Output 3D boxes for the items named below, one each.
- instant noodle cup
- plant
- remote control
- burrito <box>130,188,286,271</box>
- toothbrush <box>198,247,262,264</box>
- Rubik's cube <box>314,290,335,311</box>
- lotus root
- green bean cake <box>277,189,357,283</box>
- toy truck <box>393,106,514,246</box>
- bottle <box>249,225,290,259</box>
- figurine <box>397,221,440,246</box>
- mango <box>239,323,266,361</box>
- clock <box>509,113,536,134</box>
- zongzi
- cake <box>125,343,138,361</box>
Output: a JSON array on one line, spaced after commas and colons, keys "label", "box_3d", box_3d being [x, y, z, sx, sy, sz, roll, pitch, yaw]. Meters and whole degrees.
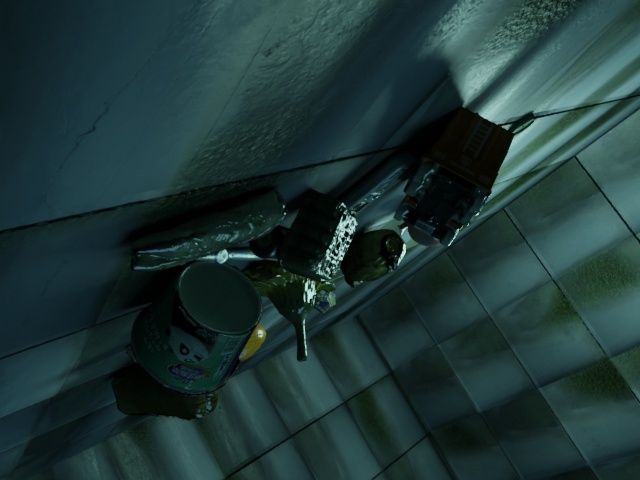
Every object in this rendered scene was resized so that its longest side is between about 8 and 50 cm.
[{"label": "instant noodle cup", "box_3d": [-0.249, 0.171, 1.199, 0.251, 0.251, 0.190, -15, 151, -49]}, {"label": "plant", "box_3d": [-0.073, 0.131, 1.505, 0.306, 0.297, 0.261, -1, 126, -20]}, {"label": "remote control", "box_3d": [0.119, -0.123, 1.315, 0.244, 0.047, 0.087, -38, 168, 27]}, {"label": "burrito", "box_3d": [-0.190, -0.014, 0.990, 0.309, 0.066, 0.096, -23, 159, -34]}, {"label": "toothbrush", "box_3d": [-0.205, 0.032, 1.181, 0.040, 0.040, 0.386, -36, 166, 20]}, {"label": "Rubik's cube", "box_3d": [0.009, 0.240, 2.294, 0.111, 0.111, 0.093, -25, 138, -23]}, {"label": "lotus root", "box_3d": [0.156, 0.060, 1.837, 0.173, 0.173, 0.309, -22, 168, -34]}, {"label": "green bean cake", "box_3d": [0.000, 0.000, 1.219, 0.181, 0.094, 0.173, -64, 162, -6]}, {"label": "toy truck", "box_3d": [0.312, -0.142, 1.354, 0.206, 0.174, 0.387, -59, 174, -15]}, {"label": "bottle", "box_3d": [-0.084, 0.016, 1.289, 0.096, 0.080, 0.254, -57, 163, 6]}, {"label": "figurine", "box_3d": [0.347, -0.084, 1.810, 0.287, 0.176, 0.186, -43, 146, -78]}, {"label": "mango", "box_3d": [-0.299, 0.327, 1.845, 0.252, 0.153, 0.126, -10, 167, -23]}, {"label": "clock", "box_3d": [0.578, -0.330, 1.623, 0.085, 0.017, 0.085, -29, 167, -7]}, {"label": "zongzi", "box_3d": [-0.412, 0.435, 1.785, 0.323, 0.159, 0.360, 3, -172, 23]}, {"label": "cake", "box_3d": [-0.459, 0.266, 1.509, 0.121, 0.065, 0.052, -54, 166, -1]}]
